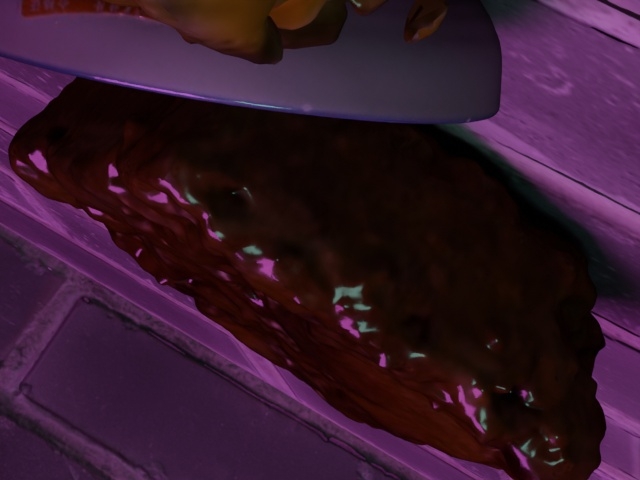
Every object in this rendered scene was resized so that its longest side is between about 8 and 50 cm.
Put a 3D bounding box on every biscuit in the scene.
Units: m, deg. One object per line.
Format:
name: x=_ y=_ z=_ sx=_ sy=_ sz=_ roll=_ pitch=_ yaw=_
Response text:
biscuit: x=0.000 y=0.000 z=1.196 sx=0.395 sy=0.166 sz=0.342 roll=38 pitch=165 yaw=-26

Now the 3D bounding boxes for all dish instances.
dish: x=-0.034 y=-0.148 z=0.827 sx=0.273 sy=0.134 sz=0.273 roll=10 pitch=-168 yaw=-2

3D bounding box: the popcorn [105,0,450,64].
popcorn: x=-0.010 y=-0.157 z=0.522 sx=0.250 sy=0.250 sz=0.190 roll=101 pitch=147 yaw=-77
